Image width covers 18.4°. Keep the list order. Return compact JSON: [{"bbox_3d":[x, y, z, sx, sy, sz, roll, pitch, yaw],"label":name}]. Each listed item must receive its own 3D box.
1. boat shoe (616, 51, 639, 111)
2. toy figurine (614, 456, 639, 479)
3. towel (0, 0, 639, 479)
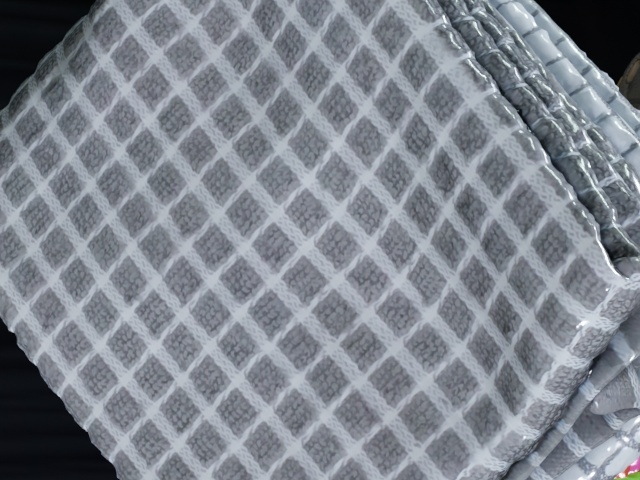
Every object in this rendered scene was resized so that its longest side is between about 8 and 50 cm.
[{"bbox_3d":[0.287,-0.010,1.210,0.132,0.130,0.355,-62,-155,24],"label":"boat shoe"},{"bbox_3d":[0.107,0.049,0.945,0.130,0.173,0.159,-16,-101,46],"label":"toy figurine"},{"bbox_3d":[0.000,0.000,0.761,0.235,0.121,0.284,-47,-118,18],"label":"towel"}]
